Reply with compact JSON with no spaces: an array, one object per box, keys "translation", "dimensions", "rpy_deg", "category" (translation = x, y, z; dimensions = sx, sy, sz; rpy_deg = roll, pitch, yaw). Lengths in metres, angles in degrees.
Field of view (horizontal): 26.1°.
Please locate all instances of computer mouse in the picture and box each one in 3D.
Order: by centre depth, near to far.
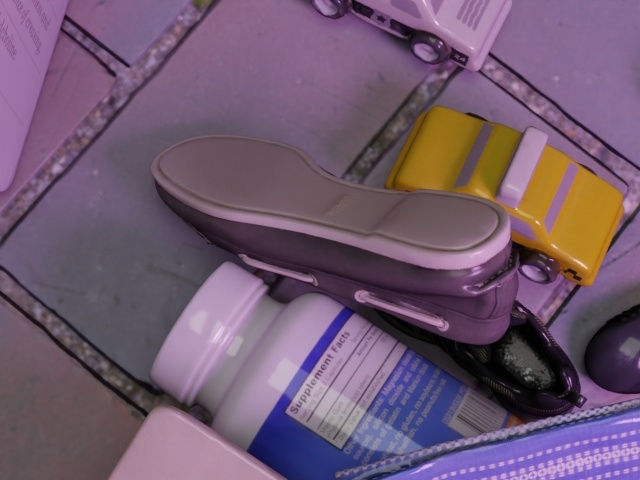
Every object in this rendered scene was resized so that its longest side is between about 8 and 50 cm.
[{"translation":[0.325,0.055,1.130],"dimensions":[0.242,0.041,0.071],"rpy_deg":[-28,79,-9],"category":"computer mouse"}]

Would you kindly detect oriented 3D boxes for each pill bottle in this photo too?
[{"translation":[0.013,0.135,1.042],"dimensions":[0.272,0.152,0.152],"rpy_deg":[32,78,6],"category":"pill bottle"}]

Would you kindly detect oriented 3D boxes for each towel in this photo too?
[{"translation":[0.147,0.277,0.975],"dimensions":[0.243,0.040,0.336],"rpy_deg":[-13,117,-6],"category":"towel"}]

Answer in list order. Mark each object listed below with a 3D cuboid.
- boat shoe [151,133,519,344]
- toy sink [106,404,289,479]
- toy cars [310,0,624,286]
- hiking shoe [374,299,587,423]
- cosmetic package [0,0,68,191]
[{"translation":[0.000,0.000,1.058],"dimensions":[0.335,0.096,0.112],"rpy_deg":[17,40,36],"category":"boat shoe"},{"translation":[-0.098,0.237,0.996],"dimensions":[0.152,0.131,0.234],"rpy_deg":[32,100,5],"category":"toy sink"},{"translation":[0.111,-0.136,1.122],"dimensions":[0.176,0.087,0.394],"rpy_deg":[-20,72,-14],"category":"toy cars"},{"translation":[0.118,0.054,1.084],"dimensions":[0.227,0.114,0.086],"rpy_deg":[37,78,7],"category":"hiking shoe"},{"translation":[-0.360,-0.293,1.036],"dimensions":[0.327,0.329,0.394],"rpy_deg":[15,78,2],"category":"cosmetic package"}]
